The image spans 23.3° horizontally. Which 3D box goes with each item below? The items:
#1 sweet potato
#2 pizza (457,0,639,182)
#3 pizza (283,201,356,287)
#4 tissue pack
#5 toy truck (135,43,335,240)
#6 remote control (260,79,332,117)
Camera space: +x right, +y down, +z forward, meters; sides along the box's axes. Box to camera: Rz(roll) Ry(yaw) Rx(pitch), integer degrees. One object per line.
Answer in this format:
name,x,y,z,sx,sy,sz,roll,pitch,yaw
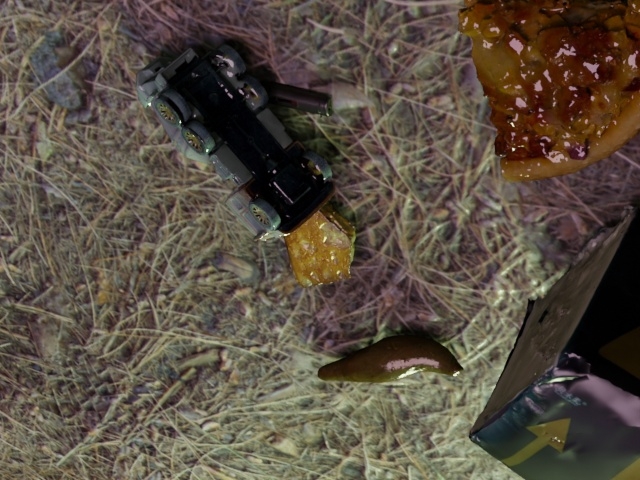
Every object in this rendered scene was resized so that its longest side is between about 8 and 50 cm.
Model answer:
sweet potato,0.074,0.156,1.996,0.249,0.059,0.069,-13,159,42
pizza,0.225,-0.168,1.562,0.229,0.081,0.289,40,141,-7
pizza,0.000,0.000,1.908,0.099,0.035,0.160,18,138,18
tissue pack,0.404,0.199,1.667,0.417,0.264,0.253,35,142,0
toy truck,-0.109,-0.116,1.804,0.256,0.108,0.140,49,157,-6
remote control,-0.030,-0.160,1.786,0.091,0.016,0.034,15,135,23
